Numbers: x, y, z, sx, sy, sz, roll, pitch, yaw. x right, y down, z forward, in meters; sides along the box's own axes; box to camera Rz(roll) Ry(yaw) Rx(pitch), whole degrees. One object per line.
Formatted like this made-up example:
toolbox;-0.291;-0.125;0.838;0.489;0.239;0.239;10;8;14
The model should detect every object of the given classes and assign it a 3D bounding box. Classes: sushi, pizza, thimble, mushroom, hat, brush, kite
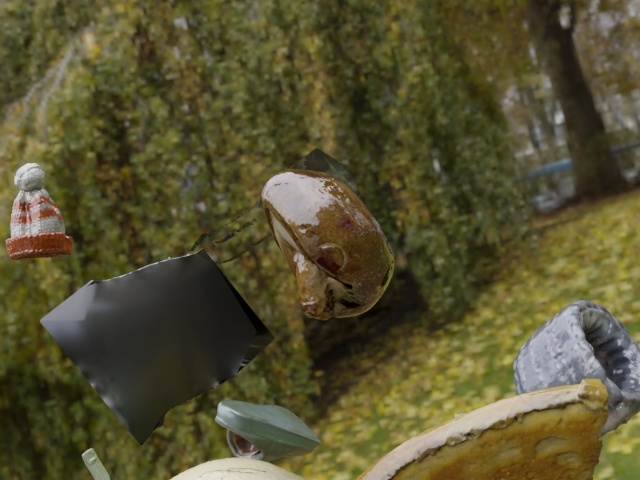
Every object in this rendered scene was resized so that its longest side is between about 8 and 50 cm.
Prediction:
sushi;-0.229;0.127;1.634;0.227;0.215;0.212;-39;3;-12
pizza;0.195;0.268;1.346;0.323;0.223;0.089;-26;36;10
thimble;0.429;0.228;1.937;0.172;0.205;0.236;-45;23;29
mushroom;0.014;-0.006;1.493;0.138;0.194;0.231;-20;-19;-5
hat;-0.485;-0.050;2.001;0.112;0.162;0.093;-7;-6;-17
brush;-0.422;0.496;2.327;0.033;0.178;0.030;-29;-3;-41
kite;-0.075;-0.042;2.051;0.310;0.015;0.169;-34;-37;16

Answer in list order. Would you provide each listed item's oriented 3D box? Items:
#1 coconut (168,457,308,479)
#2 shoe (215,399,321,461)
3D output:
coconut;-0.074;0.448;1.375;0.346;0.346;0.360;-12;20;-21
shoe;-0.095;0.321;1.900;0.103;0.100;0.251;35;3;35
